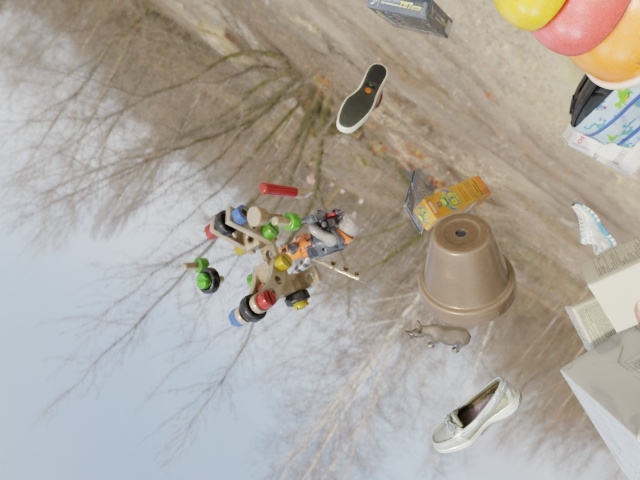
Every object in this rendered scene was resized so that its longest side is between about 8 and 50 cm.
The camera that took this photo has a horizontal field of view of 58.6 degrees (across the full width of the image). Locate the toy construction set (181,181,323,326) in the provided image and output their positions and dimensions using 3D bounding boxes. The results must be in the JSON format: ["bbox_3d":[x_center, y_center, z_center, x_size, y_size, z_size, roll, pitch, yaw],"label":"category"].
[{"bbox_3d":[-0.094,0.022,1.233,0.237,0.309,0.257,1,-142,-48],"label":"toy construction set"}]

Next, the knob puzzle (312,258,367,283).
[{"bbox_3d":[0.060,0.090,1.907,0.213,0.030,0.213,23,178,1],"label":"knob puzzle"}]

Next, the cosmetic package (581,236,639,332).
[{"bbox_3d":[0.721,0.056,1.187,0.129,0.296,0.153,57,-155,-4],"label":"cosmetic package"}]

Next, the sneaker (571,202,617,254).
[{"bbox_3d":[0.834,-0.033,1.774,0.190,0.083,0.071,49,-171,-5],"label":"sneaker"}]

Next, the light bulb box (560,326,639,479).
[{"bbox_3d":[0.804,0.447,1.319,0.361,0.225,0.358,55,-175,-10],"label":"light bulb box"}]

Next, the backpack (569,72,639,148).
[{"bbox_3d":[0.793,-0.402,1.456,0.273,0.355,0.290,28,-128,-14],"label":"backpack"}]

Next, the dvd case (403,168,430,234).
[{"bbox_3d":[0.380,-0.147,2.210,0.018,0.164,0.221,6,155,29],"label":"dvd case"}]

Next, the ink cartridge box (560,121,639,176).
[{"bbox_3d":[1.077,-0.396,2.104,0.283,0.207,0.117,25,-153,-7],"label":"ink cartridge box"}]

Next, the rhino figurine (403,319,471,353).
[{"bbox_3d":[0.410,0.330,1.995,0.243,0.073,0.106,10,144,-3],"label":"rhino figurine"}]

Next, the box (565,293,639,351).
[{"bbox_3d":[0.846,0.179,1.533,0.148,0.311,0.121,68,-169,10],"label":"box"}]

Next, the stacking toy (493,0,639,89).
[{"bbox_3d":[0.449,-0.504,1.072,0.480,0.350,0.350,9,-167,-15],"label":"stacking toy"}]

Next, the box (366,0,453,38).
[{"bbox_3d":[0.259,-0.646,1.625,0.183,0.059,0.233,22,-166,24],"label":"box"}]

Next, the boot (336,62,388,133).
[{"bbox_3d":[0.129,-0.405,1.767,0.088,0.244,0.176,30,165,8],"label":"boot"}]

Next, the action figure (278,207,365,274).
[{"bbox_3d":[0.000,0.000,1.843,0.178,0.330,0.341,63,-155,2],"label":"action figure"}]

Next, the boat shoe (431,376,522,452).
[{"bbox_3d":[0.460,0.532,1.744,0.103,0.320,0.118,42,-158,-19],"label":"boat shoe"}]

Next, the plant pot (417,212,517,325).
[{"bbox_3d":[0.379,0.059,1.503,0.263,0.263,0.229,40,159,41],"label":"plant pot"}]

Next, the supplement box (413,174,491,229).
[{"bbox_3d":[0.401,-0.116,1.725,0.078,0.233,0.080,59,155,15],"label":"supplement box"}]
